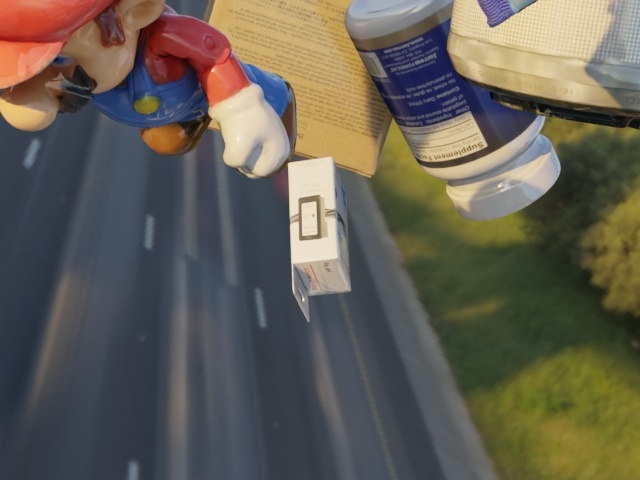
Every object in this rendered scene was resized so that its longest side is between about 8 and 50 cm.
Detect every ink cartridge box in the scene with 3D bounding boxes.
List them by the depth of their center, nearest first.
[{"bbox_3d":[0.000,0.000,0.721,0.048,0.028,0.083,66,19,-62],"label":"ink cartridge box"},{"bbox_3d":[-0.023,-0.200,1.407,0.234,0.193,0.088,16,15,-14],"label":"ink cartridge box"}]

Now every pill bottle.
[{"bbox_3d":[0.147,-0.160,1.316,0.265,0.153,0.153,59,4,-25],"label":"pill bottle"}]

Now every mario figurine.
[{"bbox_3d":[-0.145,-0.102,0.827,0.320,0.198,0.170,29,42,-62],"label":"mario figurine"}]

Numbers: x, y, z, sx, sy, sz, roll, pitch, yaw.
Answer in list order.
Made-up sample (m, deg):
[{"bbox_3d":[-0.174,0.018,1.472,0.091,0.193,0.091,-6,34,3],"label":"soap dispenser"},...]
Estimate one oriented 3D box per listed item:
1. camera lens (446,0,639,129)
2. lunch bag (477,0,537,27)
[{"bbox_3d":[0.218,-0.231,0.926,0.219,0.274,0.219,7,15,-2],"label":"camera lens"},{"bbox_3d":[0.086,-0.267,0.469,0.293,0.221,0.138,51,11,-45],"label":"lunch bag"}]
